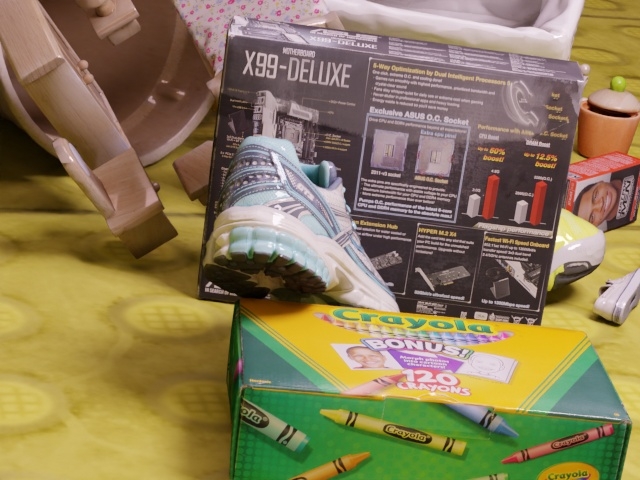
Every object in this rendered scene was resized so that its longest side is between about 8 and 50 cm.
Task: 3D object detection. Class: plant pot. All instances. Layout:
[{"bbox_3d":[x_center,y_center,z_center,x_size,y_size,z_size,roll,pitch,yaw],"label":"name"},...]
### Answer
[{"bbox_3d":[-0.311,-0.256,1.976,0.305,0.334,0.334,11,17,42],"label":"plant pot"}]

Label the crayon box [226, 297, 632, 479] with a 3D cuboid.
[{"bbox_3d":[0.072,0.120,1.360,0.278,0.081,0.165,5,19,-6],"label":"crayon box"}]

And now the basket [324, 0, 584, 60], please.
[{"bbox_3d":[0.123,-0.249,1.983,0.331,0.266,0.328,10,49,10],"label":"basket"}]

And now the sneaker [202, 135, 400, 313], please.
[{"bbox_3d":[0.000,0.000,1.469,0.110,0.122,0.283,0,-17,18],"label":"sneaker"}]

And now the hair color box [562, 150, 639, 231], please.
[{"bbox_3d":[0.282,-0.046,1.920,0.043,0.072,0.141,22,25,36],"label":"hair color box"}]

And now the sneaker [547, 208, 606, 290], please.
[{"bbox_3d":[0.086,-0.052,1.751,0.384,0.147,0.145,16,19,18],"label":"sneaker"}]

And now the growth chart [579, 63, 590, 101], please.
[{"bbox_3d":[0.281,-0.219,2.482,0.172,0.021,0.237,9,19,8],"label":"growth chart"}]

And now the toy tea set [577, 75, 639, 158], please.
[{"bbox_3d":[0.214,-0.175,2.176,0.336,0.124,0.200,0,21,-21],"label":"toy tea set"}]

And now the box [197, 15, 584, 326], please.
[{"bbox_3d":[0.056,-0.052,1.600,0.307,0.242,0.076,7,20,0],"label":"box"}]

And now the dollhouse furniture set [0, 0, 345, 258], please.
[{"bbox_3d":[-0.100,-0.211,1.693,0.355,0.174,0.303,-30,53,2],"label":"dollhouse furniture set"}]

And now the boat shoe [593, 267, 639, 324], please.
[{"bbox_3d":[0.277,0.048,1.714,0.035,0.035,0.100,18,28,18],"label":"boat shoe"}]

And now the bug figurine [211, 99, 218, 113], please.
[{"bbox_3d":[-0.148,-0.274,2.192,0.279,0.072,0.216,38,39,-7],"label":"bug figurine"}]
